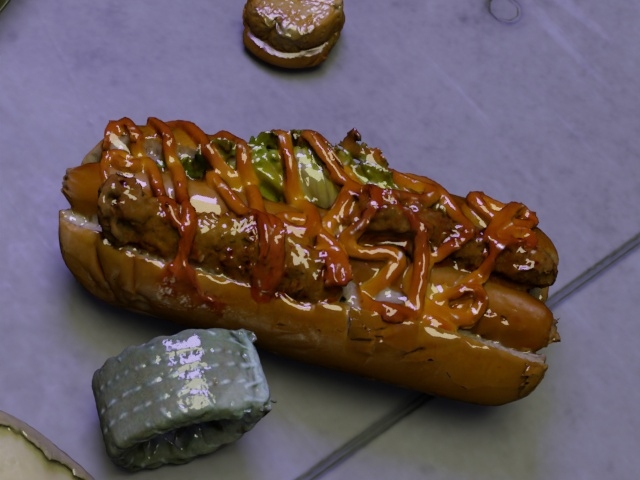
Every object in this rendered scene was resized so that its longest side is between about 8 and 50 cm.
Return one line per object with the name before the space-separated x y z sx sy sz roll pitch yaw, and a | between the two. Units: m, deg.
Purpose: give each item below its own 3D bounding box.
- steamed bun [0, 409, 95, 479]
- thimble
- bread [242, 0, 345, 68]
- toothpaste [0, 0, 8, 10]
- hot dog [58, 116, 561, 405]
steamed bun | -0.191 0.223 0.824 0.212 0.110 0.231 -43 106 -24
thimble | -0.086 0.098 0.941 0.110 0.084 0.062 -17 66 1
bread | -0.020 -0.172 1.151 0.081 0.046 0.083 0 61 -8
toothpaste | -0.225 -0.278 1.151 0.089 0.071 0.313 25 57 5
hot dog | 0.000 0.000 1.001 0.348 0.117 0.158 17 46 -3
